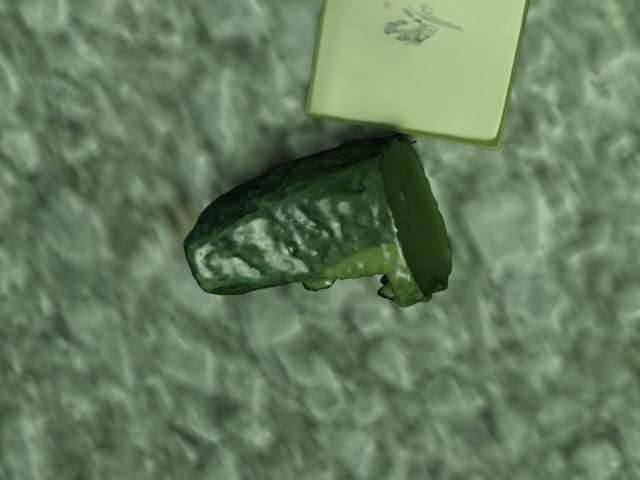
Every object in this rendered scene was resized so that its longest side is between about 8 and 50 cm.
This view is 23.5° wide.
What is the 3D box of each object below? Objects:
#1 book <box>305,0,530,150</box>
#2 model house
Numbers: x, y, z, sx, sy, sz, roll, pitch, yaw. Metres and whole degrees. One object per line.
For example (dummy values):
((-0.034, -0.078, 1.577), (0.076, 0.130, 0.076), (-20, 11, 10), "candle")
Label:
((0.040, -0.094, 0.579), (0.077, 0.014, 0.111), (11, 107, 5), "book")
((0.000, 0.000, 0.582), (0.083, 0.079, 0.066), (-15, 97, 16), "model house")
